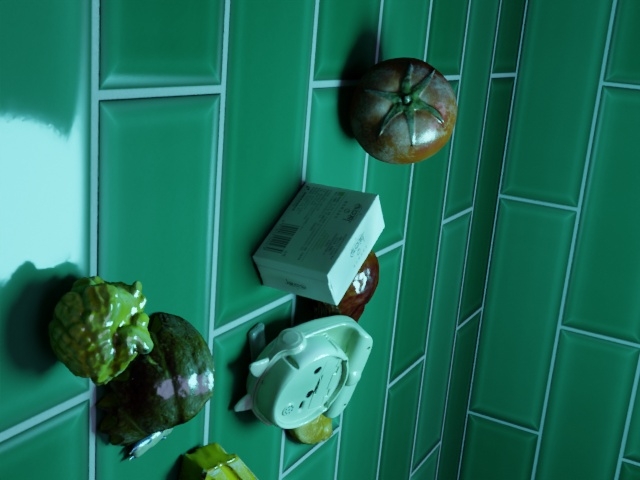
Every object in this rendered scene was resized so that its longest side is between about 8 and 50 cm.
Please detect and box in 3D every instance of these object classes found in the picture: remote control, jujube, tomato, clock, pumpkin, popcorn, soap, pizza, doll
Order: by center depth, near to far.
[{"bbox_3d":[-0.342,0.131,1.250,0.173,0.142,0.173,10,76,-44],"label":"popcorn"},{"bbox_3d":[-0.282,0.259,1.397,0.130,0.149,0.254,34,71,-70],"label":"pumpkin"},{"bbox_3d":[-0.319,0.374,1.500,0.125,0.027,0.037,-37,145,-53],"label":"doll"},{"bbox_3d":[-0.215,0.538,1.680,0.160,0.080,0.257,-50,137,-24],"label":"soap"},{"bbox_3d":[-0.140,0.248,1.800,0.053,0.018,0.124,-40,135,-48],"label":"remote control"},{"bbox_3d":[-0.045,0.316,1.823,0.324,0.108,0.265,-8,128,-42],"label":"clock"},{"bbox_3d":[0.052,0.120,1.952,0.190,0.190,0.255,-40,143,-50],"label":"jujube"},{"bbox_3d":[0.201,-0.314,1.960,0.265,0.265,0.265,-35,132,-53],"label":"tomato"},{"bbox_3d":[-0.027,0.464,2.072,0.271,0.056,0.134,36,72,-60],"label":"pizza"}]

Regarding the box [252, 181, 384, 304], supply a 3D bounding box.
[{"bbox_3d":[0.000,0.000,1.769,0.260,0.194,0.111,-54,145,-36],"label":"box"}]
